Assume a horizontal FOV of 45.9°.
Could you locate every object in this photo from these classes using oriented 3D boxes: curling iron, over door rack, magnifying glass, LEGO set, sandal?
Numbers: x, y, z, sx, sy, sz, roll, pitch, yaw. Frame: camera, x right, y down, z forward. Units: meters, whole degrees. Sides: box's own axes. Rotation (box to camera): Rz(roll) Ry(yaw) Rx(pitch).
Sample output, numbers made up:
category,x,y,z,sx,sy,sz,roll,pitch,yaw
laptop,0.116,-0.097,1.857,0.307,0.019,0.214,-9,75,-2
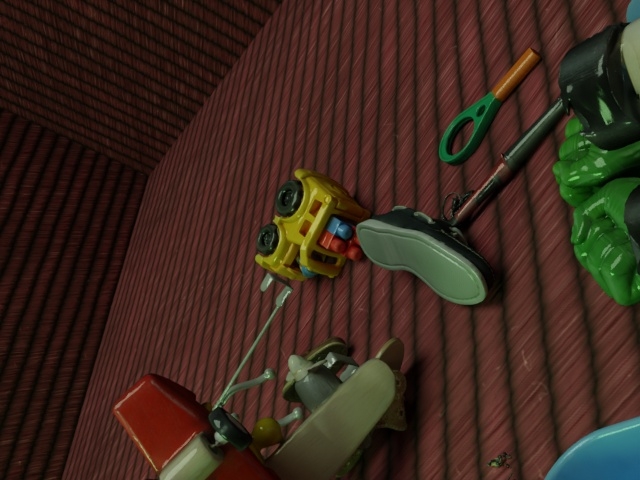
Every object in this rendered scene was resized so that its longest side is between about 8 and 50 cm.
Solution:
category,x,y,z,sx,sy,sz,roll,pitch,yaw
curling iron,0.273,-0.118,1.137,0.274,0.035,0.068,-50,28,30
over door rack,-0.055,0.257,1.264,0.239,0.108,0.324,45,120,45
magnifying glass,0.276,-0.218,1.248,0.231,0.026,0.092,-53,26,29
LEGO set,0.217,0.290,0.886,0.054,0.023,0.083,-34,25,46
sandal,0.093,0.265,1.120,0.079,0.088,0.240,35,109,34

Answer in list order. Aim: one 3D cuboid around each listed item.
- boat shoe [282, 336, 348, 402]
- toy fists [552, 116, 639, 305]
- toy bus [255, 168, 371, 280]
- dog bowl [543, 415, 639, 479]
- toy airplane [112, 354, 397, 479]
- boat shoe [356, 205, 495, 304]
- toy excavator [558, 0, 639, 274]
category,x,y,z,sx,sy,sz,roll,pitch,yaw
boat shoe,-0.015,0.222,1.360,0.178,0.064,0.060,-50,30,35
toy fists,0.343,-0.054,0.862,0.142,0.096,0.279,-44,32,40
toy bus,0.000,0.000,1.479,0.211,0.149,0.220,40,106,49
dog bowl,0.305,0.214,0.638,0.297,0.074,0.166,-39,12,46
toy airplane,-0.090,0.343,1.036,0.272,0.386,0.384,-149,60,-66
boat shoe,0.168,0.007,1.150,0.091,0.114,0.302,-31,31,-20
toy excavator,0.438,-0.208,0.704,0.222,0.445,0.432,-24,88,55
